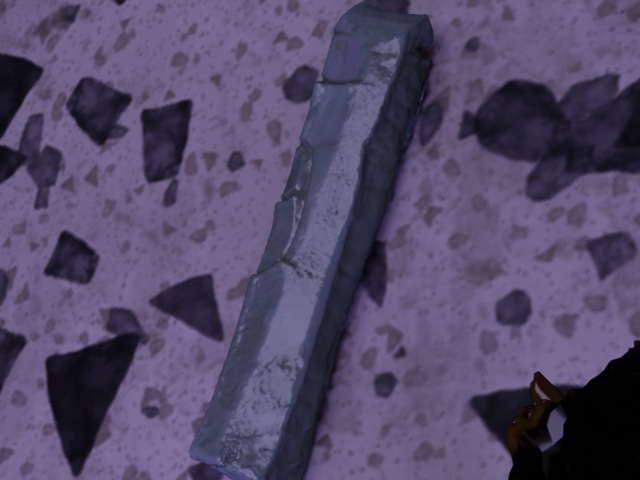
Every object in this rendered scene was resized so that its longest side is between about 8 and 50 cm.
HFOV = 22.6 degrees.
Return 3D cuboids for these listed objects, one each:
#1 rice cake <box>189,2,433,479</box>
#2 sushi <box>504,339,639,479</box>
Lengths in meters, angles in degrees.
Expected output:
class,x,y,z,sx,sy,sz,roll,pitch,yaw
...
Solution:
class,x,y,z,sx,sy,sz,roll,pitch,yaw
rice cake,0.000,0.000,1.062,0.066,0.063,0.336,12,77,27
sushi,0.252,0.143,0.691,0.207,0.348,0.234,-133,48,-60
